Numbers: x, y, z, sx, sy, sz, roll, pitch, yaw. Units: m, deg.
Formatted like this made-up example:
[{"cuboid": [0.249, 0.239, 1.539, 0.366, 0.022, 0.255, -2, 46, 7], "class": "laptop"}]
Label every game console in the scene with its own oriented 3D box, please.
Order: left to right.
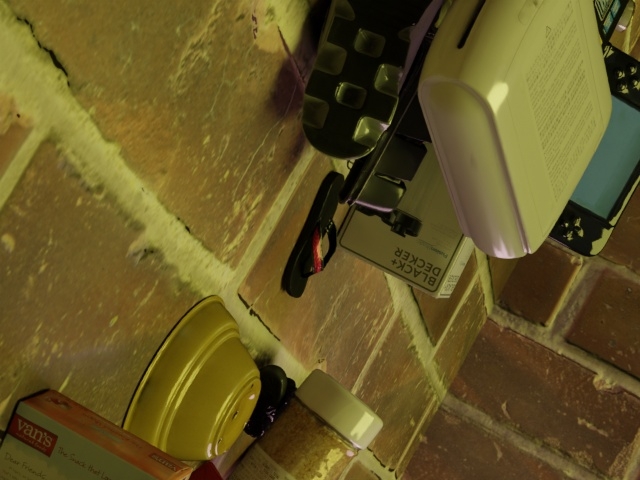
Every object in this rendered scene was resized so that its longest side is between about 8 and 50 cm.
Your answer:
[{"cuboid": [0.391, -0.134, 2.184, 0.293, 0.250, 0.173, -62, -162, 5], "class": "game console"}]

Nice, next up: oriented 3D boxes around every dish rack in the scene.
[{"cuboid": [0.087, -0.161, 1.801, 0.208, 0.074, 0.271, -61, -165, 19], "class": "dish rack"}]

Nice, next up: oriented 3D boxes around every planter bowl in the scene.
[{"cuboid": [-0.128, 0.177, 1.709, 0.217, 0.090, 0.217, -57, 165, -25], "class": "planter bowl"}]

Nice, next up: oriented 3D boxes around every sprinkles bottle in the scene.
[{"cuboid": [-0.071, 0.340, 2.025, 0.355, 0.121, 0.121, -50, 165, -5], "class": "sprinkles bottle"}]

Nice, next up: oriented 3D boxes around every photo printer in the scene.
[{"cuboid": [0.213, -0.167, 1.657, 0.256, 0.107, 0.307, -58, 146, -26], "class": "photo printer"}]

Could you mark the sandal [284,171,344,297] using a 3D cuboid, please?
[{"cuboid": [0.000, 0.000, 1.938, 0.067, 0.040, 0.179, -32, 147, -64], "class": "sandal"}]

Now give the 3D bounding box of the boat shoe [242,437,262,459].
[{"cuboid": [-0.046, 0.333, 2.254, 0.285, 0.104, 0.089, -39, 150, -60], "class": "boat shoe"}]

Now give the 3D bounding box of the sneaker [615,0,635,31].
[{"cuboid": [0.372, -0.351, 2.174, 0.192, 0.086, 0.064, -122, -130, -64], "class": "sneaker"}]

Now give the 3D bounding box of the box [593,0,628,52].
[{"cuboid": [0.278, -0.256, 1.903, 0.322, 0.079, 0.257, -62, 155, -8], "class": "box"}]

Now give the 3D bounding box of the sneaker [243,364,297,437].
[{"cuboid": [-0.064, 0.206, 2.074, 0.089, 0.051, 0.170, -47, 164, -44], "class": "sneaker"}]

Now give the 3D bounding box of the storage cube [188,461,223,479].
[{"cuboid": [-0.137, 0.393, 1.735, 0.215, 0.193, 0.184, -34, 161, -6], "class": "storage cube"}]

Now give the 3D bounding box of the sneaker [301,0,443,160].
[{"cuboid": [0.064, -0.246, 1.613, 0.330, 0.122, 0.146, -64, -177, 4], "class": "sneaker"}]

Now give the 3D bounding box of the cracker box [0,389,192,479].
[{"cuboid": [-0.232, 0.272, 1.372, 0.232, 0.155, 0.067, -66, 166, 13], "class": "cracker box"}]

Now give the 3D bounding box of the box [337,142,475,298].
[{"cuboid": [0.159, -0.082, 2.095, 0.290, 0.169, 0.087, -63, 167, 6], "class": "box"}]
